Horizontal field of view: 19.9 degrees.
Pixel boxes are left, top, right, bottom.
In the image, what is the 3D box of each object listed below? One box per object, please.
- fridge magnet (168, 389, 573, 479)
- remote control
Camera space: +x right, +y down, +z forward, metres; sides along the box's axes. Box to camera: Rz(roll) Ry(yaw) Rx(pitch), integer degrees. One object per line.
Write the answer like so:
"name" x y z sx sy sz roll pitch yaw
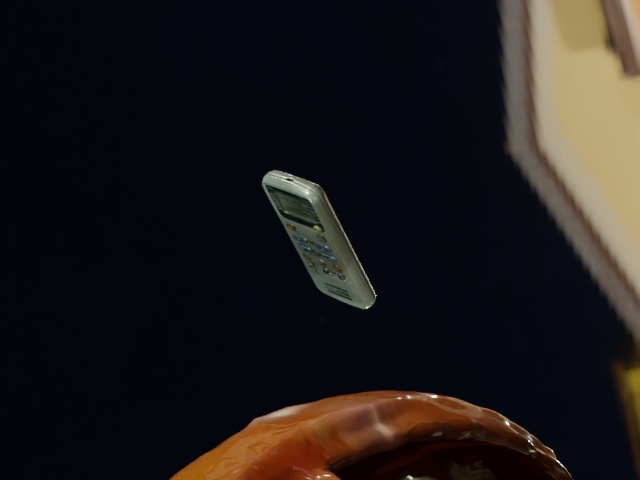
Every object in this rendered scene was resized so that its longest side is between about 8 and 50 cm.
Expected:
"fridge magnet" 0.003 0.237 0.722 0.364 0.155 0.363 -20 -60 -39
"remote control" 0.000 0.000 1.243 0.018 0.053 0.124 -50 -41 -22
